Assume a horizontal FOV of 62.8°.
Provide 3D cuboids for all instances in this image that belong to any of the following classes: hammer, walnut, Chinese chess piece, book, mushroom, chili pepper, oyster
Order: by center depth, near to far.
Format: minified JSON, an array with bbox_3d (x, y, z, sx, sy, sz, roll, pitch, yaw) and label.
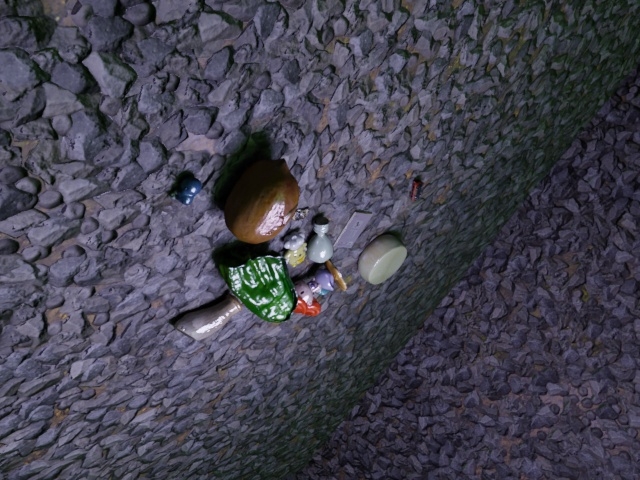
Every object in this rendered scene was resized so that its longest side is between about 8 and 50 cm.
[{"bbox_3d":[-0.168,-0.118,1.565,0.203,0.203,0.298,-6,139,-47],"label":"walnut"},{"bbox_3d":[-0.216,0.139,1.857,0.213,0.167,0.385,-52,140,-17],"label":"chili pepper"},{"bbox_3d":[-0.398,0.282,1.867,0.247,0.108,0.096,-25,-175,-26],"label":"mushroom"},{"bbox_3d":[-0.072,-0.089,1.882,0.083,0.019,0.054,-14,138,-40],"label":"oyster"},{"bbox_3d":[0.136,-0.044,2.188,0.127,0.014,0.182,3,126,-51],"label":"book"},{"bbox_3d":[-0.393,0.528,2.237,0.110,0.019,0.036,-25,144,-34],"label":"hammer"},{"bbox_3d":[0.285,0.087,2.435,0.250,0.101,0.250,-30,146,-23],"label":"Chinese chess piece"}]

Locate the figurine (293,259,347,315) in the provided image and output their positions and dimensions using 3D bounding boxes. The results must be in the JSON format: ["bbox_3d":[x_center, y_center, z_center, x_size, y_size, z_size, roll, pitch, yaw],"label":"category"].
[{"bbox_3d":[-0.035,0.212,2.144,0.257,0.181,0.208,-31,176,-10],"label":"figurine"}]

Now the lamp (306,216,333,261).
[{"bbox_3d":[0.000,0.000,2.007,0.106,0.106,0.193,-23,133,-32],"label":"lamp"}]

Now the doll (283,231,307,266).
[{"bbox_3d":[-0.094,0.032,1.959,0.106,0.062,0.162,-37,147,-22],"label":"doll"}]

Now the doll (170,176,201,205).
[{"bbox_3d":[-0.363,-0.138,1.454,0.076,0.050,0.083,6,121,-58],"label":"doll"}]

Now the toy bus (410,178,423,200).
[{"bbox_3d":[0.417,-0.220,2.285,0.031,0.043,0.110,-27,147,-21],"label":"toy bus"}]
